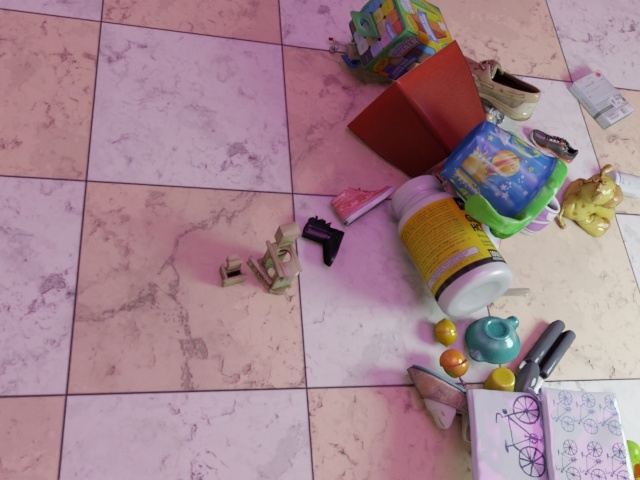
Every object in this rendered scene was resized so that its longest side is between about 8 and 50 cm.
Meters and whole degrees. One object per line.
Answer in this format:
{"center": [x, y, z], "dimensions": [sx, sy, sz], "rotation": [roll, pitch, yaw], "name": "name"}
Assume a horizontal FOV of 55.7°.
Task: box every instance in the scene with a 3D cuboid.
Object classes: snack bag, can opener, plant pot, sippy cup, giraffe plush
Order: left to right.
{"center": [0.283, -0.331, 1.642], "dimensions": [0.267, 0.267, 0.235], "rotation": [-39, 94, -28], "name": "plant pot"}
{"center": [0.424, -0.159, 1.455], "dimensions": [0.224, 0.305, 0.240], "rotation": [38, 99, -2], "name": "sippy cup"}
{"center": [0.552, 0.300, 1.491], "dimensions": [0.076, 0.095, 0.283], "rotation": [45, 61, 7], "name": "can opener"}
{"center": [0.472, 0.458, 1.251], "dimensions": [0.343, 0.037, 0.323], "rotation": [5, 58, 1], "name": "snack bag"}
{"center": [0.780, -0.127, 1.725], "dimensions": [0.210, 0.170, 0.181], "rotation": [5, 64, -14], "name": "giraffe plush"}

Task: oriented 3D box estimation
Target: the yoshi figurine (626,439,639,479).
{"center": [0.571, 0.584, 1.346], "dimensions": [0.362, 0.203, 0.203], "rotation": [-38, 39, -14], "name": "yoshi figurine"}

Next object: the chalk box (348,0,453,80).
{"center": [0.211, -0.587, 1.719], "dimensions": [0.289, 0.179, 0.180], "rotation": [5, 61, -42], "name": "chalk box"}

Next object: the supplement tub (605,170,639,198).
{"center": [0.925, -0.170, 1.847], "dimensions": [0.107, 0.071, 0.071], "rotation": [11, 62, -13], "name": "supplement tub"}

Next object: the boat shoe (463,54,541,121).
{"center": [0.510, -0.496, 1.835], "dimensions": [0.341, 0.110, 0.122], "rotation": [36, 54, 17], "name": "boat shoe"}

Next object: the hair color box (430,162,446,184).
{"center": [0.358, -0.192, 1.687], "dimensions": [0.141, 0.072, 0.043], "rotation": [-36, 80, -29], "name": "hair color box"}

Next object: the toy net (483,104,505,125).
{"center": [0.501, -0.349, 1.822], "dimensions": [0.232, 0.045, 0.122], "rotation": [-38, 79, -29], "name": "toy net"}

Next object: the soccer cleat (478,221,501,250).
{"center": [0.444, -0.042, 1.612], "dimensions": [0.095, 0.083, 0.248], "rotation": [15, 81, -29], "name": "soccer cleat"}

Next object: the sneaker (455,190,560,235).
{"center": [0.518, -0.133, 1.657], "dimensions": [0.282, 0.161, 0.102], "rotation": [25, 62, -2], "name": "sneaker"}

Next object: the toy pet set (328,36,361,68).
{"center": [0.092, -0.557, 1.807], "dimensions": [0.122, 0.065, 0.114], "rotation": [-3, 31, -21], "name": "toy pet set"}

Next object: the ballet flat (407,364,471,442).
{"center": [0.325, 0.394, 1.377], "dimensions": [0.316, 0.107, 0.106], "rotation": [27, 73, -2], "name": "ballet flat"}

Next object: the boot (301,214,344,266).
{"center": [0.000, 0.000, 1.501], "dimensions": [0.099, 0.045, 0.121], "rotation": [25, 53, -6], "name": "boot"}

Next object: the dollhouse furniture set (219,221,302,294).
{"center": [-0.130, 0.058, 1.354], "dimensions": [0.161, 0.182, 0.101], "rotation": [-14, 70, -23], "name": "dollhouse furniture set"}

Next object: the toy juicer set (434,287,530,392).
{"center": [0.390, 0.231, 1.495], "dimensions": [0.209, 0.089, 0.329], "rotation": [15, 48, 14], "name": "toy juicer set"}

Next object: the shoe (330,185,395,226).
{"center": [0.110, -0.114, 1.578], "dimensions": [0.178, 0.063, 0.081], "rotation": [-34, 83, -23], "name": "shoe"}

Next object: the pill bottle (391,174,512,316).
{"center": [0.308, 0.004, 1.493], "dimensions": [0.188, 0.188, 0.334], "rotation": [-12, 56, -22], "name": "pill bottle"}

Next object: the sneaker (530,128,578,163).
{"center": [0.720, -0.302, 1.853], "dimensions": [0.158, 0.065, 0.061], "rotation": [32, 60, 0], "name": "sneaker"}

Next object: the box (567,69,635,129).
{"center": [0.936, -0.471, 2.017], "dimensions": [0.145, 0.038, 0.186], "rotation": [-29, 77, -27], "name": "box"}
